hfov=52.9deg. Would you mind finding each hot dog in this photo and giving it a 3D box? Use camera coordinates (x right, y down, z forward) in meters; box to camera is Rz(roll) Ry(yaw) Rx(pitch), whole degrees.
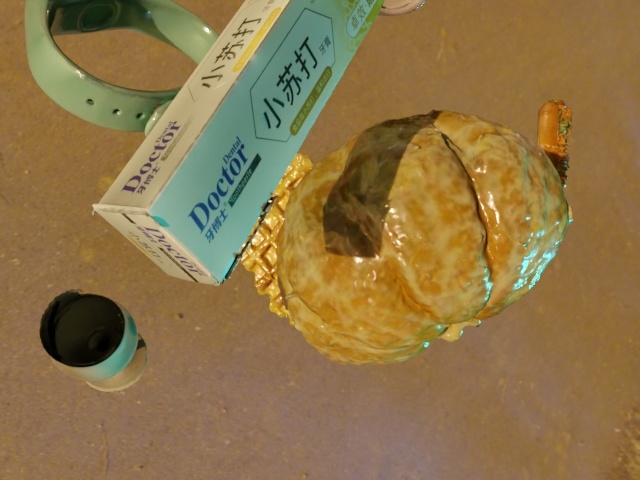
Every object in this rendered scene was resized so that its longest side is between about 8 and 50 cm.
[{"bbox_3d":[0.432,-0.172,1.188,0.072,0.055,0.188,20,71,-45],"label":"hot dog"}]

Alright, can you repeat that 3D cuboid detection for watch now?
[{"bbox_3d":[-0.196,-0.203,0.690,0.195,0.068,0.237,45,35,8],"label":"watch"}]

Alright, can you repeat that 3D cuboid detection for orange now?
[{"bbox_3d":[0.083,-0.018,0.756,0.210,0.369,0.271,27,39,-49],"label":"orange"}]

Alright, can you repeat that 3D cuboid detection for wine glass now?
[{"bbox_3d":[-0.214,0.100,0.621,0.079,0.195,0.079,3,72,-10],"label":"wine glass"}]

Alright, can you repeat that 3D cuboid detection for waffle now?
[{"bbox_3d":[0.001,-0.001,1.108,0.060,0.312,0.307,-25,104,-66],"label":"waffle"}]

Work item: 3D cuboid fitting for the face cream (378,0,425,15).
[{"bbox_3d":[0.085,-0.469,1.078,0.175,0.195,0.175,-10,116,-21],"label":"face cream"}]

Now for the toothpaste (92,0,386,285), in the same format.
[{"bbox_3d":[-0.043,-0.118,0.482,0.089,0.071,0.312,52,55,-42],"label":"toothpaste"}]
